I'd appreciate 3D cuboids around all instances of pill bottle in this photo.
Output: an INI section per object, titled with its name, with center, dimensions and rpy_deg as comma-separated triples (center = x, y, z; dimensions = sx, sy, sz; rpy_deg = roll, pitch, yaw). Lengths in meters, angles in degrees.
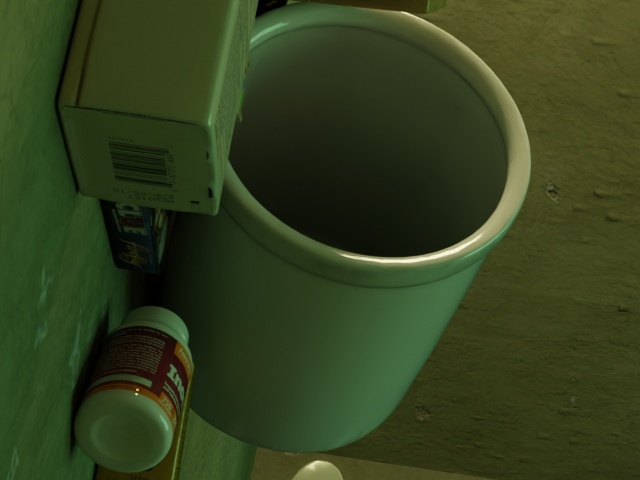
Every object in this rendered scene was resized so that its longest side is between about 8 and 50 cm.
[pill bottle]
center = -0.160, 0.125, 1.411
dimensions = 0.152, 0.086, 0.086
rpy_deg = -80, 177, -57

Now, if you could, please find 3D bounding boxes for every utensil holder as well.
[utensil holder]
center = 0.000, 0.000, 1.663
dimensions = 0.385, 0.328, 0.327
rpy_deg = 113, -11, -52

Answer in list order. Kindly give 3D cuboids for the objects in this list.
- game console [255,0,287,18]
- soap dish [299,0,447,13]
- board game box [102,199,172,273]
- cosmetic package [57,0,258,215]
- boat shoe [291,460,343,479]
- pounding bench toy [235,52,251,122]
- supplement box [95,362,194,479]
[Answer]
[game console]
center = -0.076, -0.268, 2.139
dimensions = 0.361, 0.044, 0.213
rpy_deg = 111, -6, -50
[soap dish]
center = 0.015, -0.340, 1.567
dimensions = 0.118, 0.291, 0.228
rpy_deg = 10, 91, -56
[board game box]
center = -0.146, -0.113, 1.434
dimensions = 0.165, 0.042, 0.243
rpy_deg = 94, 4, -68
[cosmetic package]
center = -0.106, -0.193, 1.216
dimensions = 0.160, 0.113, 0.309
rpy_deg = 95, 3, -66
[boat shoe]
center = -0.026, 0.386, 1.988
dimensions = 0.081, 0.079, 0.227
rpy_deg = 114, -9, -64
[pounding bench toy]
center = -0.094, -0.139, 1.418
dimensions = 0.083, 0.052, 0.065
rpy_deg = 82, 16, -84
[supplement box]
center = -0.175, 0.227, 1.550
dimensions = 0.080, 0.078, 0.233
rpy_deg = 87, 12, -82
